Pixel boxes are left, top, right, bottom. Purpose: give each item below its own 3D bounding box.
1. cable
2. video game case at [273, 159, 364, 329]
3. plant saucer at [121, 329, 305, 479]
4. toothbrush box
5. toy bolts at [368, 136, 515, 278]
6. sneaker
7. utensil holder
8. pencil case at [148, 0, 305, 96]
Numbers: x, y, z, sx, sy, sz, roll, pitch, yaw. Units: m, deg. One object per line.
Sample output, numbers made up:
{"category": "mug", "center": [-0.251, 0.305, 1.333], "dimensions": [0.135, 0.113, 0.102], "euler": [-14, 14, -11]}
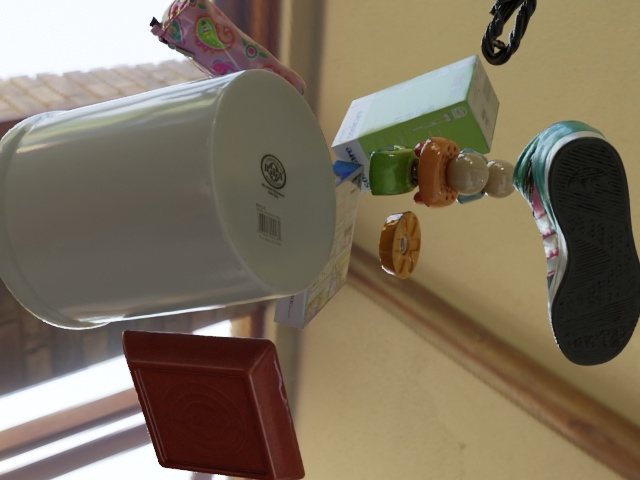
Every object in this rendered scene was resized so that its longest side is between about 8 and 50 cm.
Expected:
{"category": "cable", "center": [0.354, -0.400, 1.786], "dimensions": [0.047, 0.184, 0.150], "euler": [26, -40, 26]}
{"category": "video game case", "center": [0.000, 0.000, 1.779], "dimensions": [0.061, 0.269, 0.244], "euler": [13, -72, 14]}
{"category": "plant saucer", "center": [-0.169, 0.260, 1.479], "dimensions": [0.258, 0.047, 0.259], "euler": [1, -60, 23]}
{"category": "toothbrush box", "center": [0.187, -0.224, 1.907], "dimensions": [0.283, 0.206, 0.122], "euler": [-16, -62, 24]}
{"category": "toy bolts", "center": [0.195, -0.057, 1.461], "dimensions": [0.158, 0.228, 0.218], "euler": [6, -71, 29]}
{"category": "sneaker", "center": [0.299, -0.014, 1.168], "dimensions": [0.178, 0.124, 0.295], "euler": [-84, 167, -63]}
{"category": "utensil holder", "center": [-0.215, -0.055, 1.381], "dimensions": [0.385, 0.327, 0.327], "euler": [-9, -83, 30]}
{"category": "pencil case", "center": [-0.160, -0.318, 1.732], "dimensions": [0.284, 0.124, 0.124], "euler": [38, -26, -23]}
